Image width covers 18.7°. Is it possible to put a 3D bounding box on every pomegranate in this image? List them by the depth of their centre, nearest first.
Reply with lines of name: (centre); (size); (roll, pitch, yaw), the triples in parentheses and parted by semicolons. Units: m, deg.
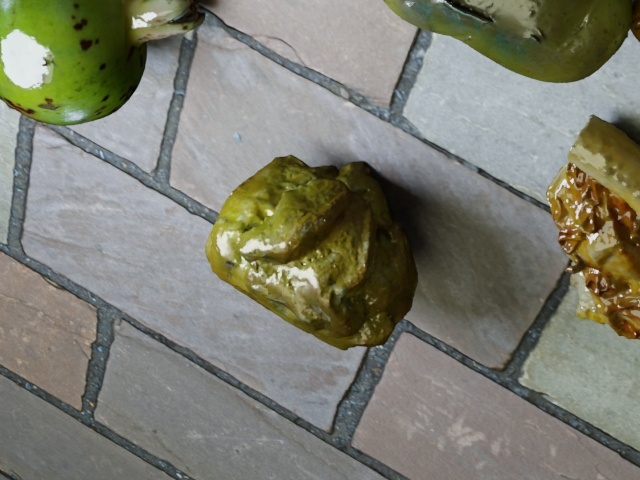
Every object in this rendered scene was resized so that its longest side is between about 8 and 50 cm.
pomegranate: (-0.241, -0.219, 2.012); (0.248, 0.202, 0.202); (-10, 133, 11)

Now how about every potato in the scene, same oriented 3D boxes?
potato: (0.153, -0.231, 1.674); (0.248, 0.143, 0.169); (33, 154, 1)

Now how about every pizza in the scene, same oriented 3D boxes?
pizza: (0.315, 0.023, 1.921); (0.182, 0.074, 0.365); (-2, 132, 30)

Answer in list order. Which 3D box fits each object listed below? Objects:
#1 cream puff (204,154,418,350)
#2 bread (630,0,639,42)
cream puff: (-0.006, 0.015, 2.078); (0.244, 0.196, 0.244); (24, 146, 18)
bread: (0.307, -0.194, 1.678); (0.083, 0.046, 0.081); (-3, 129, 45)
